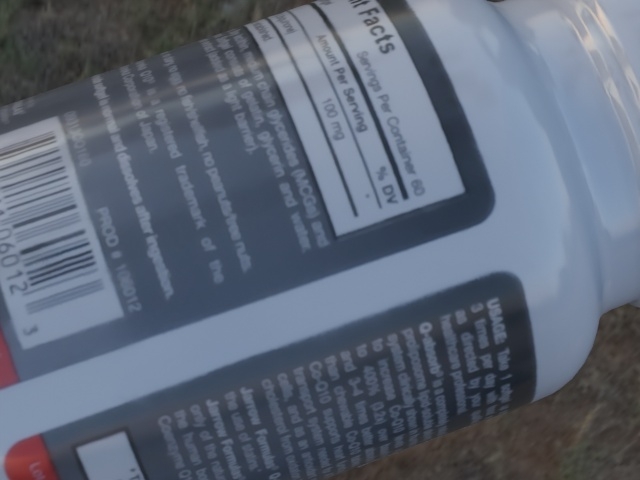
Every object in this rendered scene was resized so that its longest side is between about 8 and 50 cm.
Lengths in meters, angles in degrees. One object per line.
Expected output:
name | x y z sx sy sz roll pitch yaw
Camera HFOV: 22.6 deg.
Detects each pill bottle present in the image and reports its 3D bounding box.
pill bottle | 0.000 0.000 0.739 0.362 0.210 0.210 -19 71 -5
